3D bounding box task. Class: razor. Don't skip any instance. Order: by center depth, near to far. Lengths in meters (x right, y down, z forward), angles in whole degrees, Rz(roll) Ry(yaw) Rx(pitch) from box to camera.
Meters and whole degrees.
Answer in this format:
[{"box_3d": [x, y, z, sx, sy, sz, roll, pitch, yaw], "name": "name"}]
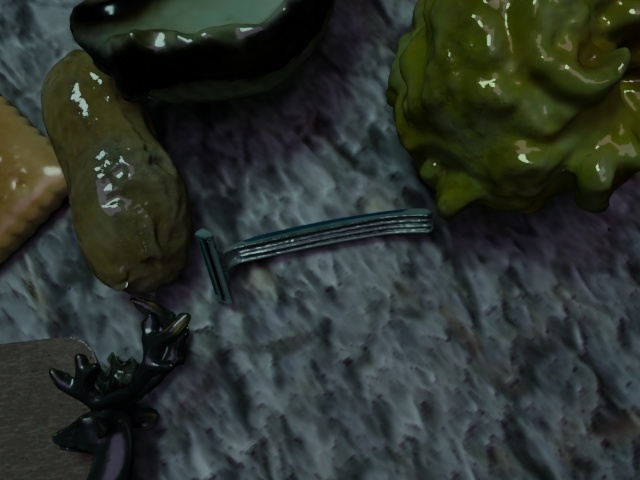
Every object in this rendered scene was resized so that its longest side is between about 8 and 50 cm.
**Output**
[{"box_3d": [-0.001, -0.002, 0.412, 0.191, 0.037, 0.068, -13, 122, -5], "name": "razor"}]

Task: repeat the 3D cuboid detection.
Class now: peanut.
[{"box_3d": [-0.164, -0.059, 0.403, 0.100, 0.099, 0.214, -22, 73, -3], "name": "peanut"}]

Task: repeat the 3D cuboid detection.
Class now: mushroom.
[{"box_3d": [-0.092, -0.262, 0.414, 0.248, 0.130, 0.344, -6, 75, -3], "name": "mushroom"}]

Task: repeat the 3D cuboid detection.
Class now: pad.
[{"box_3d": [-0.310, 0.179, 0.399, 0.266, 0.002, 0.176, -7, 79, 0], "name": "pad"}]

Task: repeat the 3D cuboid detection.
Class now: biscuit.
[{"box_3d": [-0.346, -0.081, 0.434, 0.250, 0.030, 0.160, 42, 83, 8], "name": "biscuit"}]

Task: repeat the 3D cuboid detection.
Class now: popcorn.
[{"box_3d": [0.164, -0.120, 0.358, 0.217, 0.181, 0.234, 12, 93, -1], "name": "popcorn"}]

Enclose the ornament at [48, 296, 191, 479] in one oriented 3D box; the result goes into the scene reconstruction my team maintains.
[{"box_3d": [-0.105, 0.161, 0.360, 0.202, 0.080, 0.236, 3, 79, 2], "name": "ornament"}]
